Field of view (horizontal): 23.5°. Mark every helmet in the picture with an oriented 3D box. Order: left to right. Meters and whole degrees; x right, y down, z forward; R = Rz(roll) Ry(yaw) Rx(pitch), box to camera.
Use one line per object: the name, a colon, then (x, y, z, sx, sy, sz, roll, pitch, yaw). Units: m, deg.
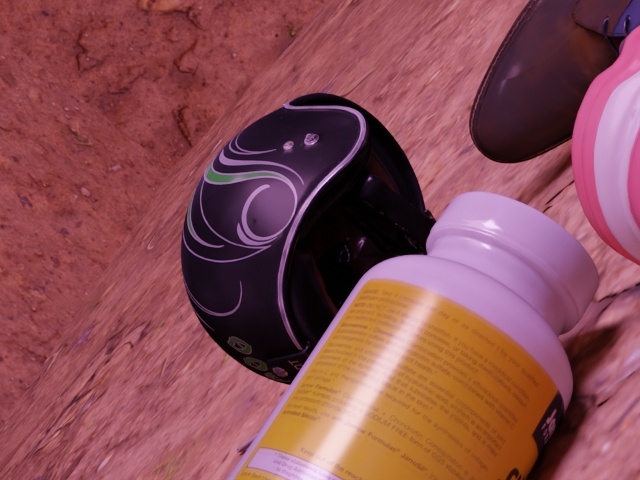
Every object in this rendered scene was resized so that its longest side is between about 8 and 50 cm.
helmet: (0.000, 0.000, 0.888, 0.169, 0.169, 0.161, -53, 27, -9)

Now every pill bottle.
pill bottle: (0.040, 0.072, 0.633, 0.184, 0.103, 0.103, -55, 11, -22)

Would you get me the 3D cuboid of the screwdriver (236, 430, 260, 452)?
screwdriver: (-0.024, 0.110, 0.988, 0.170, 0.025, 0.024, -35, 19, 54)

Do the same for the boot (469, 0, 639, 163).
boot: (0.158, -0.109, 0.812, 0.219, 0.082, 0.106, -45, 10, 23)

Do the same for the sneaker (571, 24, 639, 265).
sneaker: (0.222, -0.105, 0.532, 0.313, 0.116, 0.136, -57, 20, 7)
